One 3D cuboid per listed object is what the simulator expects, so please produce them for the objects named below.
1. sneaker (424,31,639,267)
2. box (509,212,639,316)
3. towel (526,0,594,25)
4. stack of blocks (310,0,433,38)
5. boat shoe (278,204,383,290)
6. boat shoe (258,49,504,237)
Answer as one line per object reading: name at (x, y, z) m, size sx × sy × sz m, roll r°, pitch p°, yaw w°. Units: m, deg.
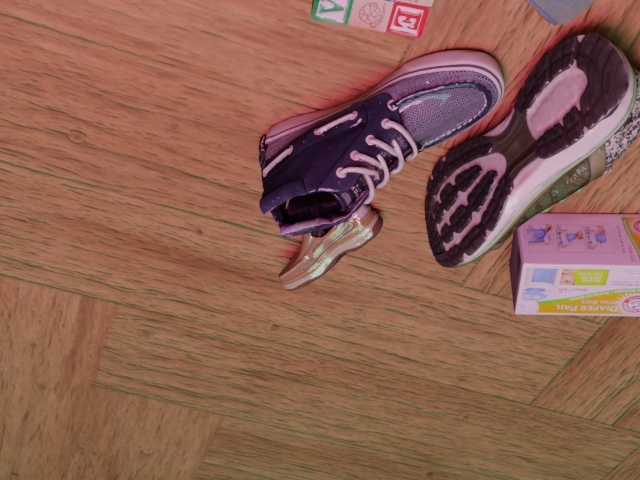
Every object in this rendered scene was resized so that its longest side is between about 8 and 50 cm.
sneaker at (0.293, -0.083, 1.258) m, size 0.182 × 0.158 × 0.410 m, roll 9°, pitch 145°, yaw -31°
box at (0.380, 0.035, 1.388) m, size 0.203 × 0.103 × 0.114 m, roll 0°, pitch 136°, yaw 4°
towel at (0.188, -0.380, 0.842) m, size 0.370 × 0.040 × 0.271 m, roll 34°, pitch 130°, yaw -25°
stack of blocks at (0.060, -0.365, 1.000) m, size 0.171 × 0.087 × 0.297 m, roll 9°, pitch 137°, yaw -6°
boat shoe at (0.000, 0.000, 1.418) m, size 0.190 × 0.068 × 0.072 m, roll -38°, pitch 111°, yaw 24°
boat shoe at (0.073, -0.109, 1.218) m, size 0.341 × 0.158 × 0.127 m, roll -21°, pitch 131°, yaw 25°
